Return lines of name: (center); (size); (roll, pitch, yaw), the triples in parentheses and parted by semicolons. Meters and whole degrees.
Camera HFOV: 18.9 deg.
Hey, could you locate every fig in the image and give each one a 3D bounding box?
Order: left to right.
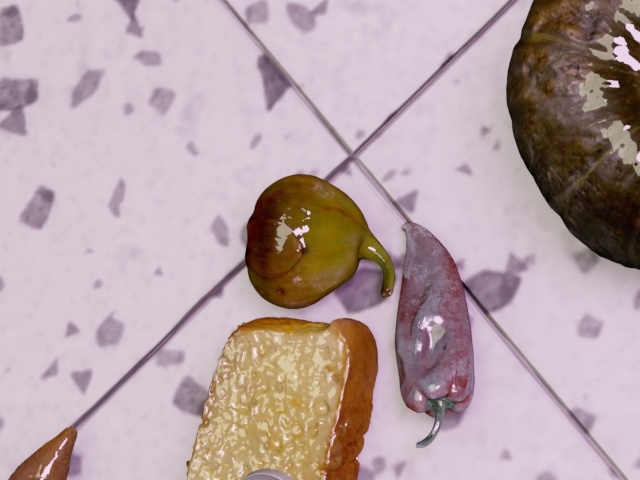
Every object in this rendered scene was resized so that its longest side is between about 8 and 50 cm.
fig: (0.000, 0.000, 1.253); (0.098, 0.082, 0.084); (3, 53, -1)

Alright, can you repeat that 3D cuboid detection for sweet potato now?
sweet potato: (-0.220, 0.225, 1.315); (0.065, 0.051, 0.218); (19, 86, 32)

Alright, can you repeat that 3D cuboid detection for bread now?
bread: (-0.025, 0.134, 1.237); (0.103, 0.065, 0.187); (15, 87, 23)

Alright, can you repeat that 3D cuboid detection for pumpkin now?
pumpkin: (0.217, -0.085, 1.113); (0.224, 0.157, 0.223); (-2, 84, 17)

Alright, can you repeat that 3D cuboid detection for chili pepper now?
chili pepper: (0.071, 0.058, 1.218); (0.050, 0.041, 0.153); (-6, 58, 5)

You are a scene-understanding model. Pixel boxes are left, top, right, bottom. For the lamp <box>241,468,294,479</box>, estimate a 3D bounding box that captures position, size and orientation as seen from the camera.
lamp: (-0.032, 0.240, 1.178); (0.050, 0.056, 0.198); (1, 102, 28)
